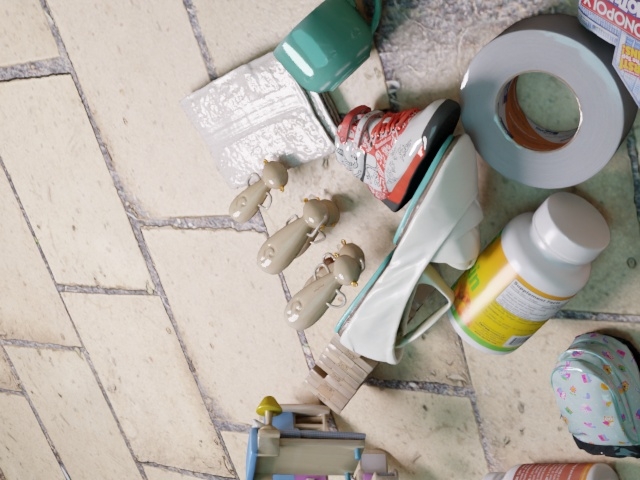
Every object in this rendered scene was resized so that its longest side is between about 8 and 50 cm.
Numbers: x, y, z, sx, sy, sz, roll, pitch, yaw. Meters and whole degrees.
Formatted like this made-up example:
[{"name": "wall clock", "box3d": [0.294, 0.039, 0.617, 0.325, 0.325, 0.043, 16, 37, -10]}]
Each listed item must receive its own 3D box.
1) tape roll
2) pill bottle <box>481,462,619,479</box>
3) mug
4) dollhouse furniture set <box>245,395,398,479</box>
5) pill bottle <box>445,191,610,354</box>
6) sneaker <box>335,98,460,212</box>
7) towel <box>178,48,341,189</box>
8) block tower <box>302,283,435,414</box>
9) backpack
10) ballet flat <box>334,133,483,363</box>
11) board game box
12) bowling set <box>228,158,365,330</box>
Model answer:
[{"name": "tape roll", "box3d": [0.296, -0.180, 1.194, 0.219, 0.072, 0.219, 19, 128, 26]}, {"name": "pill bottle", "box3d": [0.377, 0.429, 1.509, 0.216, 0.121, 0.121, -12, 111, 41]}, {"name": "mug", "box3d": [0.019, -0.278, 1.287, 0.097, 0.129, 0.158, 48, 134, -5]}, {"name": "dollhouse furniture set", "box3d": [0.012, 0.337, 1.619, 0.286, 0.198, 0.303, 2, 144, -6]}, {"name": "pill bottle", "box3d": [0.295, 0.046, 1.300, 0.136, 0.136, 0.245, 40, 134, 7]}, {"name": "sneaker", "box3d": [0.097, -0.149, 1.303, 0.145, 0.090, 0.270, 42, 158, 9]}, {"name": "towel", "box3d": [-0.097, -0.194, 1.486, 0.282, 0.049, 0.187, -18, 106, 42]}, {"name": "block tower", "box3d": [0.081, 0.159, 1.563, 0.097, 0.091, 0.335, 39, 133, 7]}, {"name": "backpack", "box3d": [0.419, 0.229, 1.350, 0.152, 0.115, 0.182, -7, 112, 41]}, {"name": "ballet flat", "box3d": [0.154, 0.028, 1.318, 0.139, 0.139, 0.400, 35, 125, 11]}, {"name": "board game box", "box3d": [0.364, -0.260, 1.037, 0.194, 0.060, 0.194, 46, 151, 39]}, {"name": "bowling set", "box3d": [0.000, 0.000, 1.487, 0.154, 0.200, 0.287, -44, 63, 27]}]
